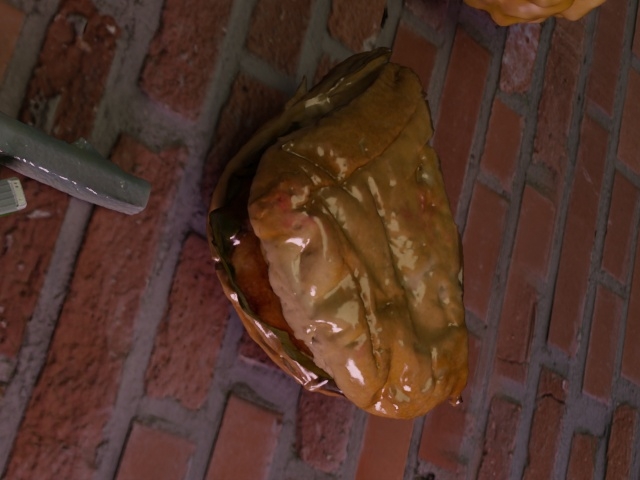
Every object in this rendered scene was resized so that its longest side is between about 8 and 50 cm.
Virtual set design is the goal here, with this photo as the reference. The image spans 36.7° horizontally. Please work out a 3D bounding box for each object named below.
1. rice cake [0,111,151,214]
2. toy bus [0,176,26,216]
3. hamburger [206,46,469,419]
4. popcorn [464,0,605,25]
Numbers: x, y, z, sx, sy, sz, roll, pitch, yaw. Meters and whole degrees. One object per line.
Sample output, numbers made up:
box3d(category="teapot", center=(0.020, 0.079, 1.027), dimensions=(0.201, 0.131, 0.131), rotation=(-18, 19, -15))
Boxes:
box3d(category="rice cake", center=(-0.209, -0.066, 0.743), dimensions=(0.180, 0.030, 0.042), rotation=(25, 64, -39))
box3d(category="toy bus", center=(-0.256, -0.023, 0.689), dimensions=(0.083, 0.037, 0.031), rotation=(-20, 98, -42))
box3d(category="hamburger", center=(0.000, 0.000, 0.840), dimensions=(0.209, 0.162, 0.329), rotation=(-9, 93, -41))
box3d(category="popcorn", center=(0.242, -0.420, 1.054), dimensions=(0.382, 0.349, 0.349), rotation=(33, 60, -6))
